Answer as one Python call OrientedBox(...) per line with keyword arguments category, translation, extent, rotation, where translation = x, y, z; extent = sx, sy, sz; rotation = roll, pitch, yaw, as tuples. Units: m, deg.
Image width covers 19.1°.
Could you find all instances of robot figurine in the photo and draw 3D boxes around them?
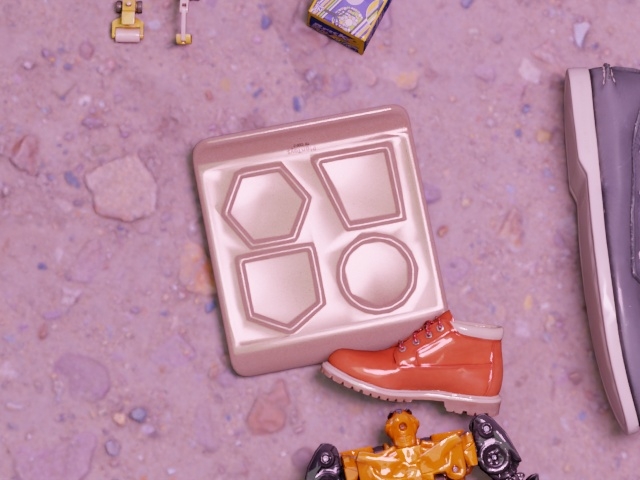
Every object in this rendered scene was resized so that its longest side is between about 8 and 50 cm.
OrientedBox(category="robot figurine", translation=(0.089, 0.285, 1.584), extent=(0.211, 0.085, 0.291), rotation=(-9, 84, -4))

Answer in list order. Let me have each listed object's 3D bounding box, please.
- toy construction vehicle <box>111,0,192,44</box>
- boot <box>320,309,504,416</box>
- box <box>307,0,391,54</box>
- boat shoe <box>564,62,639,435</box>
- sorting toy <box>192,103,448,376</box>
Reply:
OrientedBox(category="toy construction vehicle", translation=(-0.148, -0.222, 1.661), extent=(0.085, 0.035, 0.098), rotation=(5, 83, -2))
OrientedBox(category="boot", translation=(0.080, 0.096, 1.613), extent=(0.157, 0.059, 0.085), rotation=(7, 99, -9))
OrientedBox(category="box", translation=(0.052, -0.253, 1.665), extent=(0.059, 0.054, 0.169), rotation=(28, 82, 1))
OrientedBox(category="boat shoe", translation=(0.271, 0.003, 1.613), extent=(0.099, 0.116, 0.320), rotation=(-6, 78, 1))
OrientedBox(category="sorting toy", translation=(0.000, 0.000, 1.643), extent=(0.193, 0.038, 0.208), rotation=(-11, 88, -4))
